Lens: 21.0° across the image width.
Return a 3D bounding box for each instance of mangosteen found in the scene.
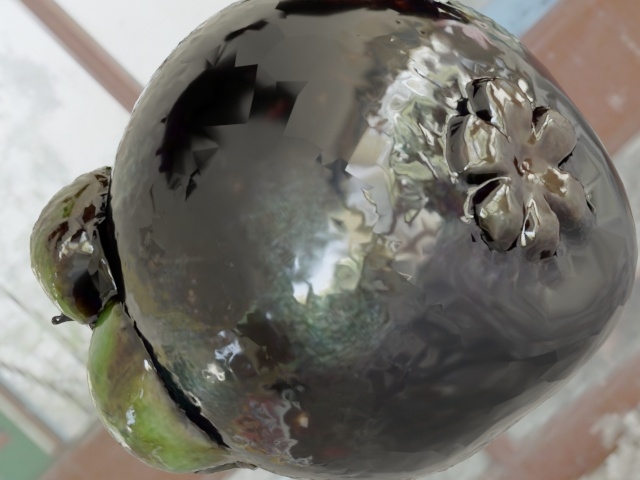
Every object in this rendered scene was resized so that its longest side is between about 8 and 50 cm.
[{"bbox_3d":[0.000,0.000,0.724,0.243,0.243,0.243,-45,8,8],"label":"mangosteen"}]
